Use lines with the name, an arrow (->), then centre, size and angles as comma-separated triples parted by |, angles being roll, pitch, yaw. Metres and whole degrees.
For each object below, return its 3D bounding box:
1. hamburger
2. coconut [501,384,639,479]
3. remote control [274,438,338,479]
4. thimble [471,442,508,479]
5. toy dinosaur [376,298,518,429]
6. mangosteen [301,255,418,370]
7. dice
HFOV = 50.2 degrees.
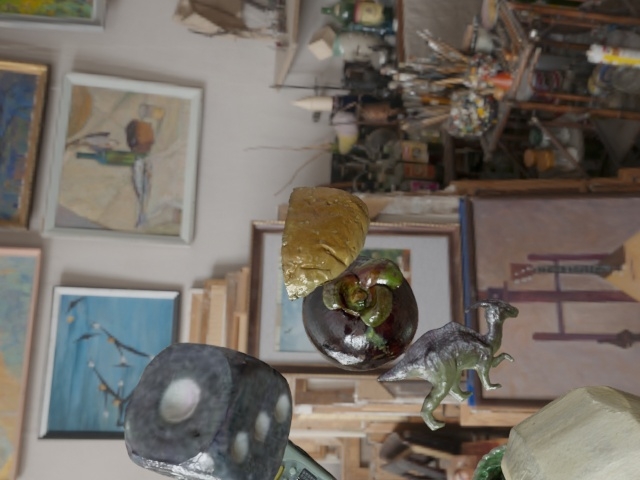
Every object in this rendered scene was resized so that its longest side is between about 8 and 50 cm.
hamburger -> 0.000, 0.000, 1.227 | 0.207, 0.155, 0.135 | -69, -29, -51
coconut -> 0.402, 0.326, 0.966 | 0.237, 0.266, 0.237 | 59, -174, -10
remote control -> -0.099, 0.488, 1.461 | 0.140, 0.296, 0.056 | -53, -36, -12
thimble -> 0.494, 0.629, 1.735 | 0.150, 0.219, 0.219 | 50, -172, -21
toy dinosaur -> 0.261, 0.229, 1.303 | 0.162, 0.294, 0.077 | 59, 167, -1
mangosteen -> 0.091, 0.159, 1.581 | 0.288, 0.288, 0.287 | -177, 90, -82
dice -> -0.158, 0.261, 0.996 | 0.183, 0.182, 0.182 | 49, -129, -50
